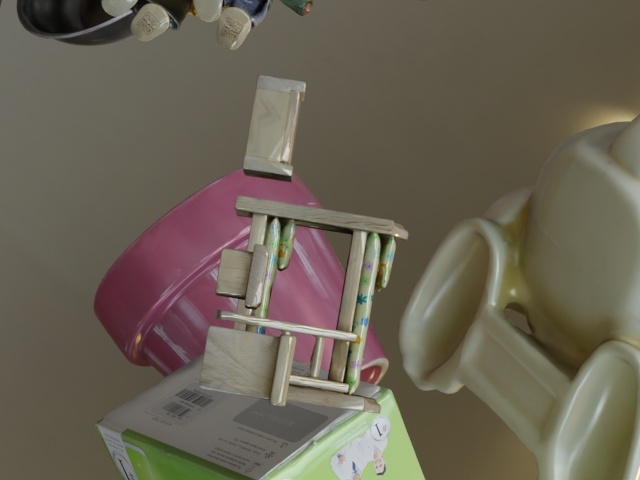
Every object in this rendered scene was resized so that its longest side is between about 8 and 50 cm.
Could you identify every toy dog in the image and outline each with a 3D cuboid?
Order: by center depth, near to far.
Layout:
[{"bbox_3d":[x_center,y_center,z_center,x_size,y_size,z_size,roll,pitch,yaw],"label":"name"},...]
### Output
[{"bbox_3d":[0.323,0.028,1.583,0.284,0.408,0.395,34,-64,45],"label":"toy dog"}]

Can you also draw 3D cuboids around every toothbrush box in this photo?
[{"bbox_3d":[-0.008,0.228,1.274,0.122,0.283,0.206,-34,-155,-27],"label":"toothbrush box"}]

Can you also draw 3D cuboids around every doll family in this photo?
[{"bbox_3d":[-0.093,-0.166,0.958,0.076,0.193,0.111,-40,-168,35],"label":"doll family"}]

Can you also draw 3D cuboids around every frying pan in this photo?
[{"bbox_3d":[-0.081,-0.251,1.309,0.326,0.053,0.197,-47,-144,-11],"label":"frying pan"}]

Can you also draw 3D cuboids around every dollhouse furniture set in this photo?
[{"bbox_3d":[0.000,0.000,1.032,0.161,0.101,0.182,114,-14,-87],"label":"dollhouse furniture set"}]

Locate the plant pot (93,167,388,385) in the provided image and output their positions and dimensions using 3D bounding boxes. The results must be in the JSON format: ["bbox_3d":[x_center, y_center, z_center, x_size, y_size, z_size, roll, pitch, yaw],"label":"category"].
[{"bbox_3d":[-0.049,0.067,1.486,0.201,0.180,0.201,-35,163,-12],"label":"plant pot"}]
